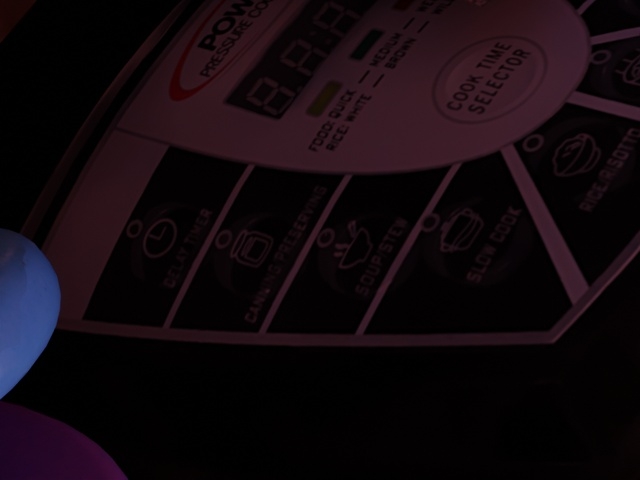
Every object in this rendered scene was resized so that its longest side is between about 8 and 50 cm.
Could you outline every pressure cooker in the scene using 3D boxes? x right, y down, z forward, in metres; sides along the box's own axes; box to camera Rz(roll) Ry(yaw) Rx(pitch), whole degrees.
[{"bbox_3d":[0.067,0.077,0.582,0.370,0.420,0.375,-1,108,-48],"label":"pressure cooker"}]

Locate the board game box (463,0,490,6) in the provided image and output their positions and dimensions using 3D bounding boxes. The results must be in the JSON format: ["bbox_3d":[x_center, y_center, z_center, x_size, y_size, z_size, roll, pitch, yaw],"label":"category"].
[{"bbox_3d":[0.051,-0.234,0.462,0.291,0.141,0.232,-56,167,-52],"label":"board game box"}]

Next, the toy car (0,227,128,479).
[{"bbox_3d":[-0.098,0.056,0.346,0.159,0.136,0.182,-53,162,-56],"label":"toy car"}]
